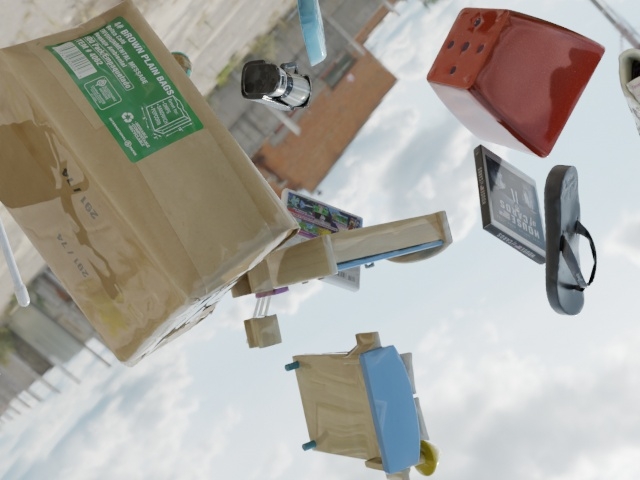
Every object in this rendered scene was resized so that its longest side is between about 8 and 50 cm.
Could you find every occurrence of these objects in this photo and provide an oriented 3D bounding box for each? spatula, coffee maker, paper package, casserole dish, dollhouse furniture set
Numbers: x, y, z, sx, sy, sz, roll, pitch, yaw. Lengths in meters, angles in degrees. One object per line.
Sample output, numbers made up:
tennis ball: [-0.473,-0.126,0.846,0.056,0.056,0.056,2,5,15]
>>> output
spatula: [-0.129,0.117,1.767,0.168,0.019,0.242,152,-45,-69]
coffee maker: [-0.135,-0.407,2.052,0.171,0.120,0.178,-23,166,28]
paper package: [-0.224,-0.050,0.893,0.168,0.325,0.309,-36,178,-35]
casserole dish: [-0.016,-0.425,1.498,0.188,0.037,0.114,71,12,-68]
dollhouse furniture set: [0.053,0.143,1.007,0.198,0.303,0.286,-11,176,-34]

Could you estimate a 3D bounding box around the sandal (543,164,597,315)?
sandal: [0.368,0.012,1.116,0.054,0.255,0.097,10,-139,36]

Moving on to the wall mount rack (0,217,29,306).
wall mount rack: [-0.515,0.014,1.038,0.130,0.304,0.350,-45,-157,13]

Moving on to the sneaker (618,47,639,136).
sneaker: [0.651,-0.240,1.486,0.114,0.152,0.305,-31,-120,31]

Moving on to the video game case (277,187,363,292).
video game case: [0.000,0.000,1.626,0.023,0.201,0.183,-39,-141,50]

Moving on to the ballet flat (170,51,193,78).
ballet flat: [-0.474,-0.387,1.994,0.342,0.116,0.124,-10,-110,28]

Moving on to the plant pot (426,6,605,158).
plant pot: [0.397,-0.370,1.665,0.267,0.235,0.267,-62,-151,5]

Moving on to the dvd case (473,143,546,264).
dvd case: [0.407,-0.079,1.635,0.029,0.179,0.239,-40,-147,38]
